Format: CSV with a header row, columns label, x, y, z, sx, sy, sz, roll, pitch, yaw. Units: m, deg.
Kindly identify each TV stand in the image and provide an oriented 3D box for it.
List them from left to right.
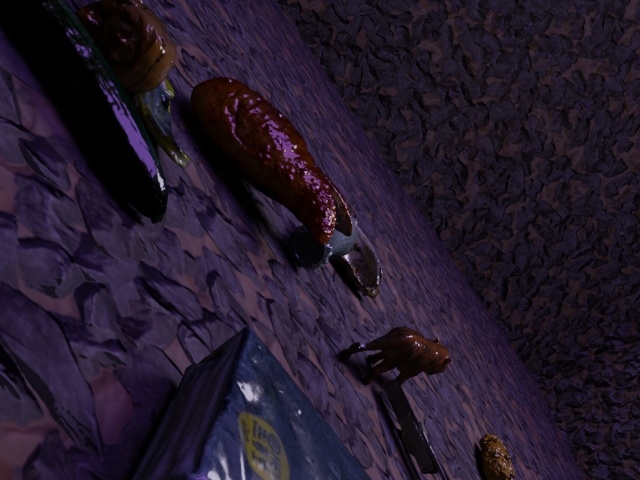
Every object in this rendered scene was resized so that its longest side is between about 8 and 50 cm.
label,x,y,z,sx,sy,sz,roll,pitch,yaw
TV stand,0.137,0.289,0.894,0.036,0.042,0.249,35,26,-55

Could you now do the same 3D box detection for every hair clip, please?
label,x,y,z,sx,sy,sz,roll,pitch,yaw
hair clip,-0.171,-0.134,0.759,0.060,0.033,0.188,47,14,-46

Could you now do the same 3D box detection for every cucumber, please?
label,x,y,z,sx,sy,sz,roll,pitch,yaw
cucumber,-0.206,-0.141,0.602,0.284,0.056,0.056,58,13,-4

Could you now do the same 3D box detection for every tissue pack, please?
label,x,y,z,sx,sy,sz,roll,pitch,yaw
tissue pack,-0.010,0.203,0.460,0.257,0.081,0.185,54,13,-12

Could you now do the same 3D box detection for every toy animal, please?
label,x,y,z,sx,sy,sz,roll,pitch,yaw
toy animal,0.106,0.154,0.968,0.241,0.099,0.056,38,23,-58

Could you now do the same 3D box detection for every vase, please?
label,x,y,z,sx,sy,sz,roll,pitch,yaw
vase,0.000,0.000,1.000,0.081,0.081,0.149,58,17,-1

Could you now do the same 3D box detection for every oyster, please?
label,x,y,z,sx,sy,sz,roll,pitch,yaw
oyster,0.048,0.017,1.179,0.177,0.056,0.105,55,25,-10

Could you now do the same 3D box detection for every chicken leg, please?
label,x,y,z,sx,sy,sz,roll,pitch,yaw
chicken leg,-0.210,-0.225,0.743,0.101,0.085,0.207,29,19,-37

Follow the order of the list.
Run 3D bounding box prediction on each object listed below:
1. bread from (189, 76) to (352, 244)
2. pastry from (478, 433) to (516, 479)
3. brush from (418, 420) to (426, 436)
label,x,y,z,sx,sy,sz,roll,pitch,yaw
bread,-0.054,-0.107,0.911,0.269,0.095,0.139,42,22,6
pastry,0.316,0.400,1.285,0.140,0.056,0.080,13,54,-81
brush,0.141,0.282,0.985,0.083,0.016,0.013,-96,164,-62
